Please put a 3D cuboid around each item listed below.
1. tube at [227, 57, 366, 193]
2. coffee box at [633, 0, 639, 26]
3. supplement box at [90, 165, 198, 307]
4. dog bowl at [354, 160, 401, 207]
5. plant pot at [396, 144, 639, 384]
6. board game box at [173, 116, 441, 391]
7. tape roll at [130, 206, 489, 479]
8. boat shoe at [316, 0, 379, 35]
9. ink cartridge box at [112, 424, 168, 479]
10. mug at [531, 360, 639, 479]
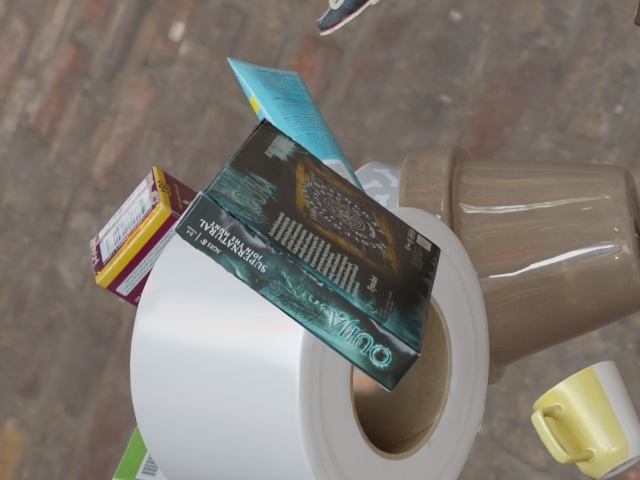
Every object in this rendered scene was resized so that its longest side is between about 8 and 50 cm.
[{"bbox_3d":[-0.015,-0.090,1.481,0.052,0.080,0.207,-49,50,29],"label":"tube"},{"bbox_3d":[0.408,-0.222,1.419,0.246,0.098,0.141,22,106,43],"label":"coffee box"},{"bbox_3d":[-0.113,0.029,1.574,0.104,0.188,0.081,-47,30,17],"label":"supplement box"},{"bbox_3d":[0.046,0.050,2.206,0.102,0.349,0.349,30,102,15],"label":"dog bowl"},{"bbox_3d":[0.224,0.014,1.733,0.229,0.263,0.263,-11,63,16],"label":"plant pot"},{"bbox_3d":[0.000,0.000,0.830,0.026,0.126,0.186,-53,3,16],"label":"board game box"},{"bbox_3d":[-0.003,0.093,1.269,0.169,0.246,0.246,3,77,39],"label":"tape roll"},{"bbox_3d":[0.033,-0.234,1.541,0.049,0.043,0.137,-42,7,-34],"label":"boat shoe"},{"bbox_3d":[-0.142,0.292,1.669,0.189,0.097,0.255,-69,-12,-57],"label":"ink cartridge box"},{"bbox_3d":[0.176,0.125,1.086,0.064,0.078,0.062,61,165,19],"label":"mug"}]
